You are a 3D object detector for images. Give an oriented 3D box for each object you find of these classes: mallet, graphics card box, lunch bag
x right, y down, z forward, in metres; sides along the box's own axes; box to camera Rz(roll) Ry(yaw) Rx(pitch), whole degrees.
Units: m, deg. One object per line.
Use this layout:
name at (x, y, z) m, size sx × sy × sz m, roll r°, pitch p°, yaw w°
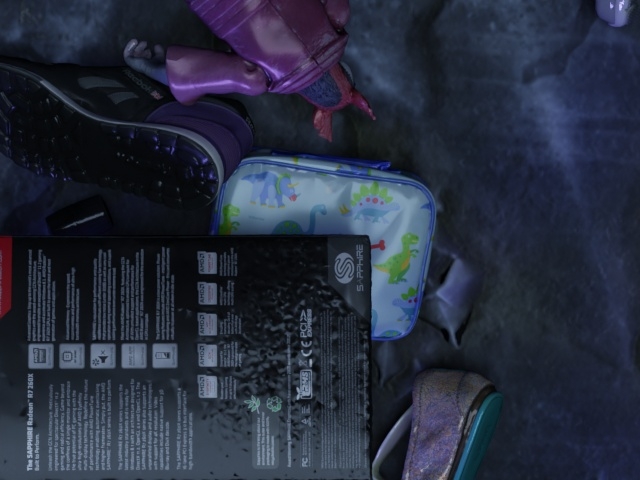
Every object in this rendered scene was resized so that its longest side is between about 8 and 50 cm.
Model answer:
mallet at (-0.218, 0.051, 1.815) m, size 0.062 × 0.039 × 0.189 m, roll -15°, pitch 106°, yaw -4°
graphics card box at (-0.136, 0.110, 1.693) m, size 0.371 × 0.094 × 0.232 m, roll -1°, pitch 83°, yaw -2°
lunch bag at (0.000, 0.000, 1.798) m, size 0.219 × 0.090 × 0.176 m, roll 7°, pitch 101°, yaw -5°

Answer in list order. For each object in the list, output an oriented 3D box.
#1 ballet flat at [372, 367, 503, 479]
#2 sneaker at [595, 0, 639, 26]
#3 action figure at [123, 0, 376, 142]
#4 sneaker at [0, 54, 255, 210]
ballet flat at (0.092, 0.276, 1.863) m, size 0.106 × 0.107 × 0.316 m, roll 19°, pitch 91°, yaw 23°
sneaker at (0.265, -0.346, 1.776) m, size 0.115 × 0.105 × 0.281 m, roll 1°, pitch 107°, yaw 28°
action figure at (-0.063, -0.245, 1.632) m, size 0.248 × 0.276 × 0.370 m, roll -44°, pitch 103°, yaw -10°
sneaker at (-0.200, -0.119, 1.757) m, size 0.283 × 0.124 × 0.107 m, roll 21°, pitch 130°, yaw 14°
